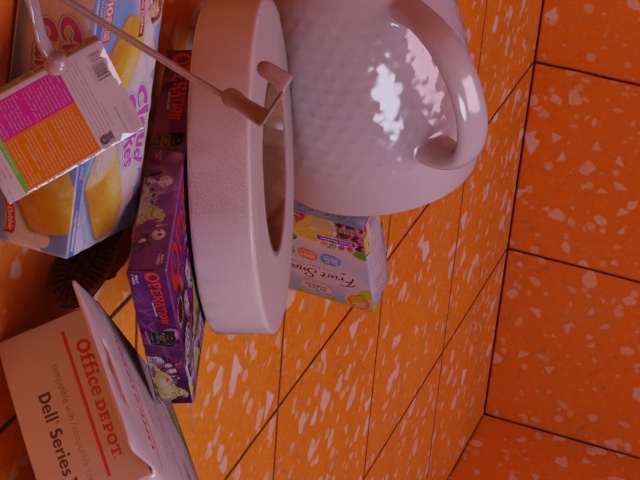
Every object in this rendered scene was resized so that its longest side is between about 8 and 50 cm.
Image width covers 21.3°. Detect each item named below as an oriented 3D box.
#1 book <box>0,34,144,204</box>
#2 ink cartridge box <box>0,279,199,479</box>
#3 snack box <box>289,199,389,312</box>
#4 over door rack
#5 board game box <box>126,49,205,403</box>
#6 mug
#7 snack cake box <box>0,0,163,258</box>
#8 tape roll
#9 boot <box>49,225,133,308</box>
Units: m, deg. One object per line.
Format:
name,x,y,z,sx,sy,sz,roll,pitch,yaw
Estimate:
book,-0.246,-0.111,1.559,0.144,0.035,0.096,-29,117,-9
ink cartridge box,-0.226,0.205,1.773,0.353,0.119,0.207,67,0,-63
snack box,0.000,0.000,2.385,0.207,0.174,0.070,78,32,-55
over door rack,-0.141,-0.235,1.506,0.108,0.324,0.239,108,8,-51
board game box,-0.152,-0.020,1.851,0.347,0.056,0.208,-85,168,-44
mug,0.081,-0.221,2.151,0.276,0.374,0.328,-26,128,-23
snack cake box,-0.235,-0.132,1.670,0.152,0.089,0.264,-34,136,-64
tape roll,-0.085,-0.086,1.946,0.392,0.072,0.392,0,90,-84
boot,-0.241,0.027,1.843,0.085,0.059,0.158,93,19,-49
